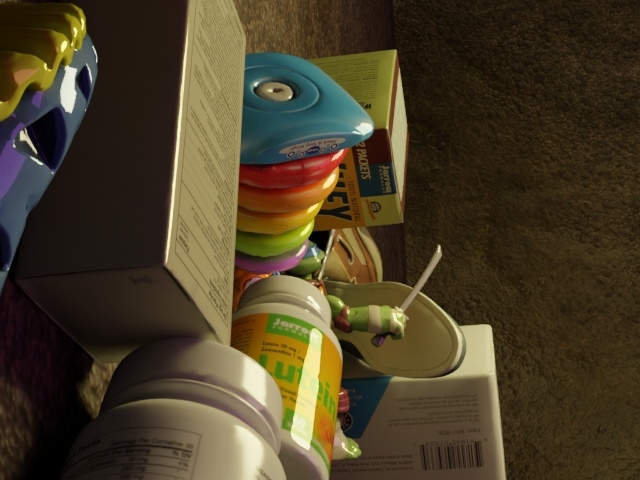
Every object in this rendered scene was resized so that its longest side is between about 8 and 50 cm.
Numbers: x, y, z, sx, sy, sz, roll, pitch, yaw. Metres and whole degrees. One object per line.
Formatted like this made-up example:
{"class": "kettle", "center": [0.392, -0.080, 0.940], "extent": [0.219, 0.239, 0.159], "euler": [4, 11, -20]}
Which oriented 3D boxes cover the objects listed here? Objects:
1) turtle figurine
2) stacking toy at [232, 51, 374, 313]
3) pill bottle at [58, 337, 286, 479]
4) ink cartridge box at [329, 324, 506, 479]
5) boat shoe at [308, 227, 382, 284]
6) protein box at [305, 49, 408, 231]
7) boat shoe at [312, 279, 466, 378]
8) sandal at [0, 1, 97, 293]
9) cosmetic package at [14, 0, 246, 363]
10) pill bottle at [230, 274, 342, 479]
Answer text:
{"class": "turtle figurine", "center": [0.032, 0.121, 1.351], "extent": [0.275, 0.198, 0.266], "euler": [-19, 115, -61]}
{"class": "stacking toy", "center": [-0.065, -0.029, 1.138], "extent": [0.166, 0.175, 0.302], "euler": [51, -38, 41]}
{"class": "pill bottle", "center": [-0.106, 0.209, 0.713], "extent": [0.283, 0.160, 0.160], "euler": [-81, 163, -51]}
{"class": "ink cartridge box", "center": [0.126, 0.340, 1.571], "extent": [0.166, 0.285, 0.395], "euler": [-69, 153, -68]}
{"class": "boat shoe", "center": [0.000, 0.000, 1.569], "extent": [0.120, 0.122, 0.324], "euler": [-45, 135, -36]}
{"class": "protein box", "center": [0.002, -0.123, 1.336], "extent": [0.201, 0.200, 0.136], "euler": [-80, 162, -54]}
{"class": "boat shoe", "center": [0.089, 0.119, 1.442], "extent": [0.099, 0.319, 0.116], "euler": [23, 82, -39]}
{"class": "sandal", "center": [-0.190, -0.010, 0.508], "extent": [0.317, 0.126, 0.138], "euler": [-70, 158, -48]}
{"class": "cosmetic package", "center": [-0.133, -0.078, 0.833], "extent": [0.160, 0.113, 0.309], "euler": [68, 21, -58]}
{"class": "pill bottle", "center": [-0.050, 0.148, 1.053], "extent": [0.245, 0.136, 0.136], "euler": [-81, 163, -53]}
